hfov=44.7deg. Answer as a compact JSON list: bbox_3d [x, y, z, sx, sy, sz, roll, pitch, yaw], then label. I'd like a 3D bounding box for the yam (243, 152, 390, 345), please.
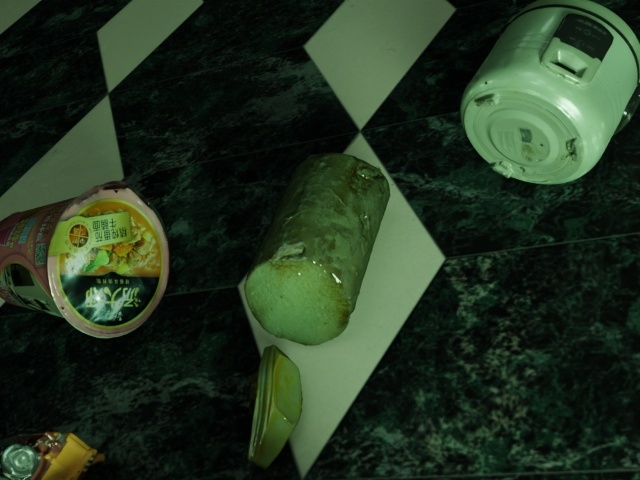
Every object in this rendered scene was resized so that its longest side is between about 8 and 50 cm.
[{"bbox_3d":[0.000,0.000,1.117,0.161,0.161,0.268,-2,45,26],"label":"yam"}]

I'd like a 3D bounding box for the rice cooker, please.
[{"bbox_3d":[0.336,-0.218,1.114,0.226,0.226,0.244,13,53,36],"label":"rice cooker"}]

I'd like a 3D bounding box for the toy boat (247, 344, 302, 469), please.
[{"bbox_3d":[-0.064,0.210,1.007,0.066,0.065,0.172,-32,35,30],"label":"toy boat"}]

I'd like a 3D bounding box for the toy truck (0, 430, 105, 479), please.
[{"bbox_3d":[-0.399,0.359,0.968,0.114,0.135,0.270,-18,33,43],"label":"toy truck"}]

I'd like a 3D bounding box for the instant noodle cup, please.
[{"bbox_3d":[-0.412,0.031,1.264,0.255,0.244,0.243,0,48,37],"label":"instant noodle cup"}]
